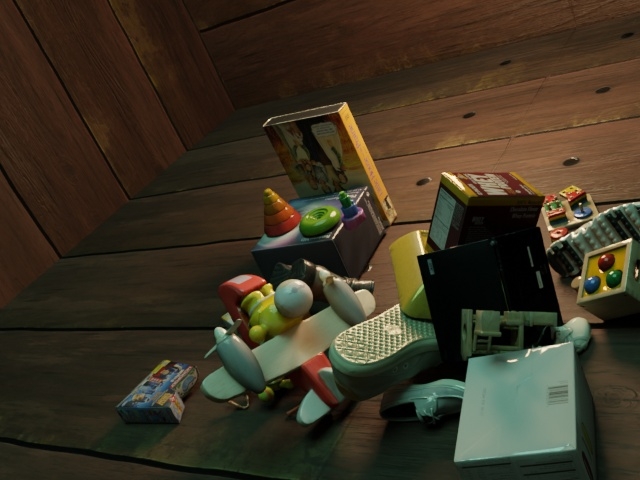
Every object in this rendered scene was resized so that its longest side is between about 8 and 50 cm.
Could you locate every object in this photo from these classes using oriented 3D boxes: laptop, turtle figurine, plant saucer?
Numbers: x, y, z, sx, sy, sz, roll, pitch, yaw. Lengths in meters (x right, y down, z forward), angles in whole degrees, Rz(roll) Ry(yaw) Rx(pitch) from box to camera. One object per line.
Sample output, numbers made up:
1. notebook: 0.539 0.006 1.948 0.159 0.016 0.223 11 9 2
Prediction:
1. laptop: 0.365 0.112 1.581 0.264 0.234 0.136 -12 -2 -39
2. turtle figurine: -0.114 0.324 1.840 0.269 0.087 0.217 -9 30 31
3. plant saucer: 0.342 0.073 1.739 0.332 0.081 0.333 7 26 -4

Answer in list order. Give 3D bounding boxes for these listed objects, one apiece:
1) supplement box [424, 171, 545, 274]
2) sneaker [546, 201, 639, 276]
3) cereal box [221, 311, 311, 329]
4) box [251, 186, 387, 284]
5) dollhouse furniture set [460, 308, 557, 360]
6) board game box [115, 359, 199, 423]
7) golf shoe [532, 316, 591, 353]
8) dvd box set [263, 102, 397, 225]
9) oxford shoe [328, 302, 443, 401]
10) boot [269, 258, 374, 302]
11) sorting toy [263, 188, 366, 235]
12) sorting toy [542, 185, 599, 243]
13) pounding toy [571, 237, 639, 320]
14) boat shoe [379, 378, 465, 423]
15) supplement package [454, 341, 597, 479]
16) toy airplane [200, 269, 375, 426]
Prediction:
1. supplement box: 0.360 -0.038 1.656 0.191 0.194 0.129 -2 29 -20
2. sneaker: 0.661 -0.019 1.719 0.292 0.110 0.118 -30 0 44
3. cereal box: -0.158 0.218 2.132 0.173 0.047 0.240 -35 27 -22
4. box: 0.000 0.000 2.258 0.296 0.183 0.294 -9 31 32
5. dollhouse furniture set: 0.375 0.186 1.421 0.181 0.101 0.161 2 -4 -2
6. board game box: -0.409 0.411 1.975 0.194 0.060 0.194 2 36 43
7. golf shoe: 0.494 0.200 1.532 0.176 0.086 0.069 -40 27 -31
8. dvd box set: 0.031 -0.218 2.367 0.307 0.420 0.062 -3 36 38
9. oxford shoe: 0.193 0.229 1.623 0.449 0.130 0.169 -15 38 -37
10. boot: -0.006 0.138 2.016 0.338 0.222 0.118 171 114 -69
11. sorting toy: -0.041 -0.097 2.124 0.365 0.126 0.127 0 36 41
12. sorting toy: 0.658 -0.089 1.987 0.132 0.046 0.274 -17 26 16
13. pounding toy: 0.602 0.069 1.597 0.206 0.094 0.181 -30 35 57
14. boat shoe: 0.220 0.341 1.531 0.227 0.079 0.081 -12 34 39
15. supplement package: 0.368 0.331 1.321 0.204 0.145 0.262 -14 28 25
16. toy airplane: -0.060 0.216 1.678 0.384 0.273 0.386 8 37 -4
